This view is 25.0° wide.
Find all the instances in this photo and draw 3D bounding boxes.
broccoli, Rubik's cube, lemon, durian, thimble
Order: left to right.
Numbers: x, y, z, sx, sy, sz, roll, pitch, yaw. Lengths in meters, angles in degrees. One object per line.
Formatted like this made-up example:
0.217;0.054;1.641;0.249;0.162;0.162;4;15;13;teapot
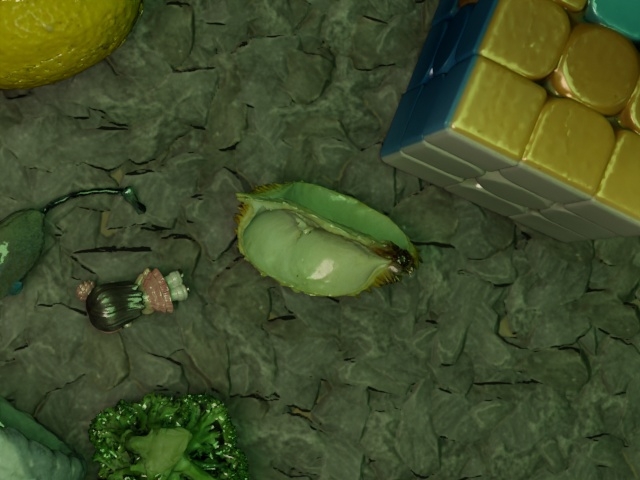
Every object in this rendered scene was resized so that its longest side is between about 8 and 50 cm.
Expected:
-0.400;0.258;1.612;0.250;0.205;0.172;36;86;-26;thimble
-0.343;-0.298;1.625;0.310;0.258;0.257;-16;91;-5;lemon
-0.178;0.260;1.696;0.196;0.156;0.195;-3;61;6;broccoli
0.000;0.000;1.753;0.252;0.139;0.144;29;86;-11;durian
0.282;-0.186;1.750;0.291;0.290;0.291;25;81;-11;Rubik's cube

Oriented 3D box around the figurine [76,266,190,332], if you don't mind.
-0.225;0.065;1.739;0.129;0.054;0.072;-19;84;-15;figurine

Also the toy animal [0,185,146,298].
-0.334;-0.008;1.718;0.253;0.070;0.079;-36;131;-24;toy animal
